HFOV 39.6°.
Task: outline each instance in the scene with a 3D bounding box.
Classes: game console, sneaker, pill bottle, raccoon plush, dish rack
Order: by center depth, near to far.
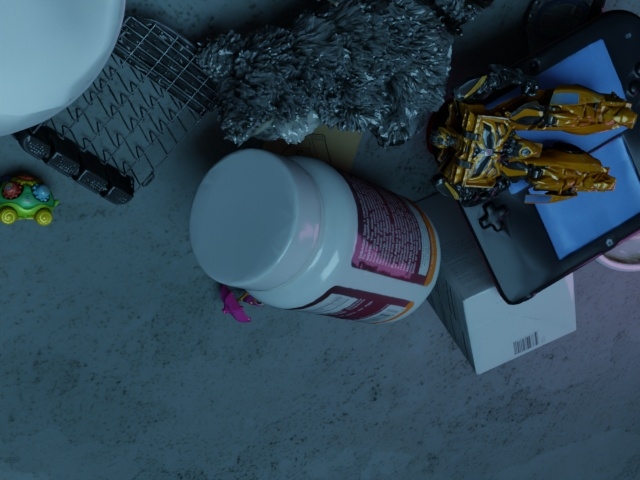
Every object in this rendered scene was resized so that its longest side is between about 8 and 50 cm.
[{"bbox_3d":[0.023,-0.299,1.167,0.299,0.216,0.446,-5,138,-30],"label":"raccoon plush"},{"bbox_3d":[-0.279,-0.187,1.260,0.271,0.074,0.208,-46,131,12],"label":"dish rack"},{"bbox_3d":[0.000,0.000,1.335,0.224,0.224,0.392,-49,148,16],"label":"pill bottle"},{"bbox_3d":[0.381,-0.129,1.362,0.386,0.060,0.342,-29,102,-4],"label":"game console"},{"bbox_3d":[0.393,-0.306,1.459,0.129,0.111,0.297,-11,126,-55],"label":"sneaker"}]

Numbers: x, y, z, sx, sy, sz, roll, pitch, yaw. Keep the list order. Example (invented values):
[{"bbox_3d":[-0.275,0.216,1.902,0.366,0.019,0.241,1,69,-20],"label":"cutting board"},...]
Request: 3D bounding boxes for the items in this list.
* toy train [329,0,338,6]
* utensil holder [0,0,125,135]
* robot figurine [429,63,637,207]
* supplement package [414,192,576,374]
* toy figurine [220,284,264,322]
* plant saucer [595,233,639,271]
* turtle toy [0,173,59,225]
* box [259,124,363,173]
[{"bbox_3d":[-0.038,-0.392,1.091,0.105,0.248,0.143,-29,127,-1],"label":"toy train"},{"bbox_3d":[-0.375,-0.323,0.898,0.327,0.385,0.328,-13,130,-16],"label":"utensil holder"},{"bbox_3d":[0.293,-0.139,1.252,0.291,0.085,0.211,-2,118,-21],"label":"robot figurine"},{"bbox_3d":[0.292,0.051,1.568,0.199,0.263,0.198,-23,131,-6],"label":"supplement package"},{"bbox_3d":[-0.099,0.075,1.538,0.159,0.130,0.173,-42,157,28],"label":"toy figurine"},{"bbox_3d":[0.651,-0.124,1.704,0.400,0.100,0.400,-13,129,-16],"label":"plant saucer"},{"bbox_3d":[-0.441,-0.063,1.275,0.130,0.095,0.066,3,103,-27],"label":"turtle toy"},{"bbox_3d":[-0.026,-0.125,1.452,0.164,0.021,0.201,1,125,-25],"label":"box"}]
